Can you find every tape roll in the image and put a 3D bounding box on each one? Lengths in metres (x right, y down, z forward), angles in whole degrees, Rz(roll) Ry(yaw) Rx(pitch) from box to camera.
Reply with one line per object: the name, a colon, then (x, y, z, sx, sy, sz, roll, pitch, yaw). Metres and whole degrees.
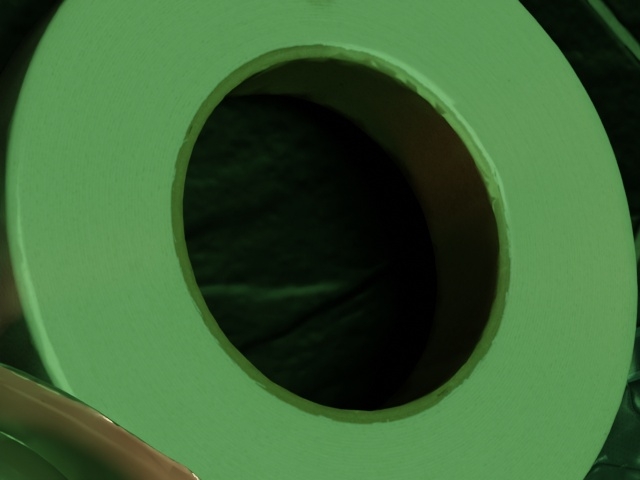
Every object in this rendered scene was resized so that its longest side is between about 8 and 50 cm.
tape roll: (0.000, 0.000, 1.018, 0.392, 0.072, 0.392, 9, 71, -27)

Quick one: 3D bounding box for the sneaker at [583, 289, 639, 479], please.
sneaker: (0.140, 0.114, 1.150, 0.226, 0.086, 0.163, -20, 85, -32)

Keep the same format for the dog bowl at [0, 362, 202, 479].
dog bowl: (-0.186, 0.201, 0.755, 0.349, 0.102, 0.348, 0, 92, -11)
